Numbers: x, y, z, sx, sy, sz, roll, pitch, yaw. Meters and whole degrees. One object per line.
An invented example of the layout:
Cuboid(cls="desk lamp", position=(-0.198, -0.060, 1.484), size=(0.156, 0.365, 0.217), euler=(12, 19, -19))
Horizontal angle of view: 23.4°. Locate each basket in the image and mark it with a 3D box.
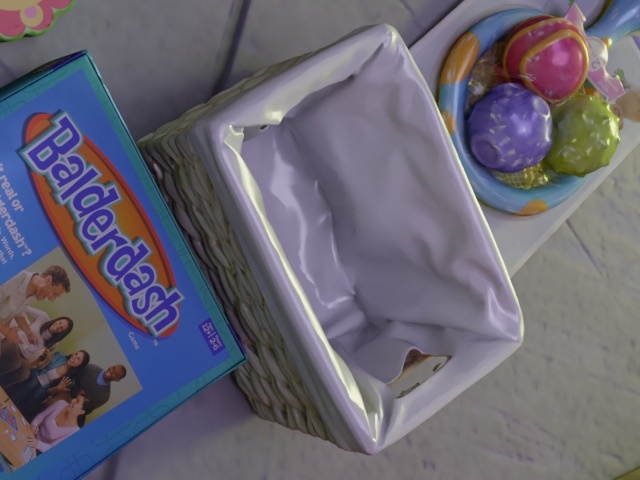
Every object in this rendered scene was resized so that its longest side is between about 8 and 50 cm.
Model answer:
Cuboid(cls="basket", position=(0.000, 0.000, 0.715), size=(0.113, 0.103, 0.167), euler=(-33, 106, -30))

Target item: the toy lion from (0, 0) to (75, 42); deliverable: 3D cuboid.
Cuboid(cls="toy lion", position=(-0.142, -0.141, 0.672), size=(0.100, 0.034, 0.096), euler=(45, 73, -24))

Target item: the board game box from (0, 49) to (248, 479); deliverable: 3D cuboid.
Cuboid(cls="board game box", position=(-0.151, 0.038, 0.645), size=(0.210, 0.047, 0.160), euler=(-34, 106, -29))

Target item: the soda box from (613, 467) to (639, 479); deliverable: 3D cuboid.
Cuboid(cls="soda box", position=(0.229, 0.157, 0.814), size=(0.061, 0.181, 0.058), euler=(-18, 98, -33))

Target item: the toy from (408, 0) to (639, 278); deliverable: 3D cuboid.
Cuboid(cls="toy", position=(0.131, -0.084, 0.834), size=(0.237, 0.056, 0.137), euler=(-45, 111, -26))
